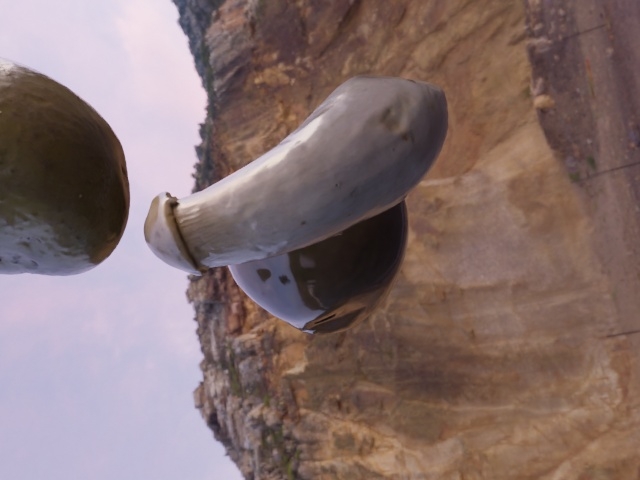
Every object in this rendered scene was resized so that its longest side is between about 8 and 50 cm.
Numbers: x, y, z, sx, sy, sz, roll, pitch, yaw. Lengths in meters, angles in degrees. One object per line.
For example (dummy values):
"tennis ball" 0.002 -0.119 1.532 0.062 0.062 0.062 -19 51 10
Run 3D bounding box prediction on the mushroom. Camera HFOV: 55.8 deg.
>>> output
"mushroom" 0.001 -0.054 0.448 0.270 0.118 0.103 -32 -65 -37

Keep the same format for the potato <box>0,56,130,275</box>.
"potato" -0.248 -0.062 0.464 0.160 0.235 0.178 -52 -14 -38

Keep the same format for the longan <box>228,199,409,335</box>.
"longan" 0.000 0.000 0.708 0.246 0.215 0.246 -13 -72 -45
